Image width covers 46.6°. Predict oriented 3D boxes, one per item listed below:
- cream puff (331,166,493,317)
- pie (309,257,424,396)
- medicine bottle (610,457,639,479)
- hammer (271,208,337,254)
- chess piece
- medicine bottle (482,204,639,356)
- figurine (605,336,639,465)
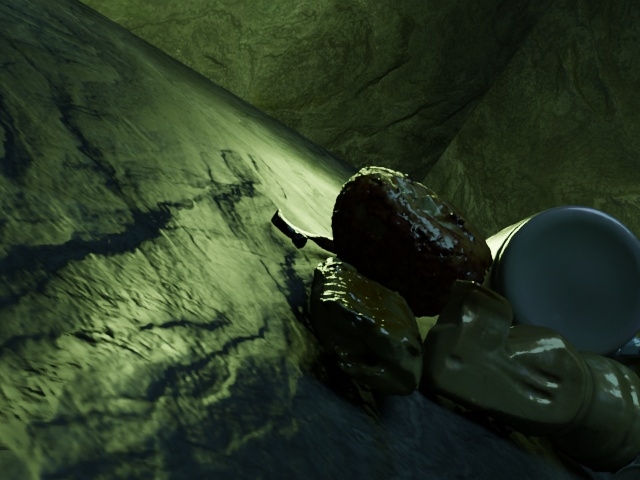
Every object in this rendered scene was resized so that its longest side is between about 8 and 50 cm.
[{"bbox_3d":[0.114,0.007,0.996,0.240,0.164,0.240,24,20,-9],"label":"cream puff"},{"bbox_3d":[0.042,0.070,0.704,0.128,0.068,0.282,37,9,-1],"label":"pie"},{"bbox_3d":[0.388,0.296,0.809,0.183,0.069,0.119,27,14,-34],"label":"medicine bottle"},{"bbox_3d":[0.000,0.000,1.044,0.078,0.021,0.201,42,11,33],"label":"hammer"},{"bbox_3d":[0.228,0.153,0.815,0.300,0.137,0.137,26,13,-31],"label":"chess piece"},{"bbox_3d":[0.322,0.068,1.085,0.202,0.202,0.316,36,-5,3],"label":"medicine bottle"},{"bbox_3d":[0.413,0.218,1.006,0.128,0.184,0.209,33,52,-10],"label":"figurine"}]
